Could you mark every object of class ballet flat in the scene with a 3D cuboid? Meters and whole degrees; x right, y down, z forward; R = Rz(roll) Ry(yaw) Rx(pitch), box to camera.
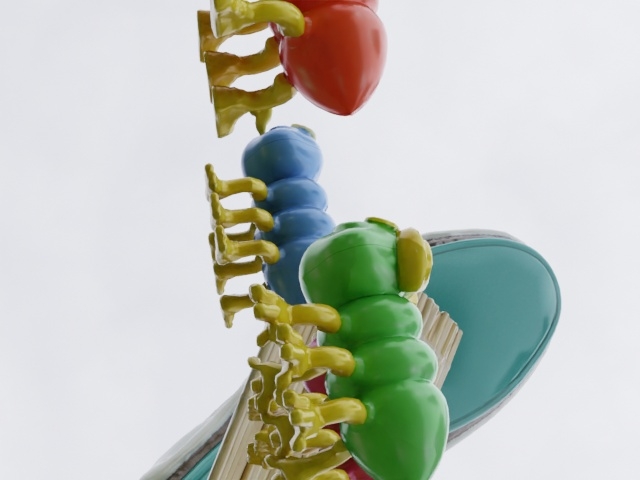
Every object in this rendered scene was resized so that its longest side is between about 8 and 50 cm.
[{"bbox_3d":[-0.004,0.114,0.994,0.139,0.400,0.139,27,-44,30],"label":"ballet flat"}]

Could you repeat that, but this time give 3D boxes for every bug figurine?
[{"bbox_3d":[0.000,0.000,0.560,0.072,0.279,0.216,-8,-110,-7],"label":"bug figurine"}]

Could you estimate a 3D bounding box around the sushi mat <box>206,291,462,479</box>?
[{"bbox_3d":[-0.020,0.157,0.753,0.019,0.151,0.316,9,-109,40],"label":"sushi mat"}]
